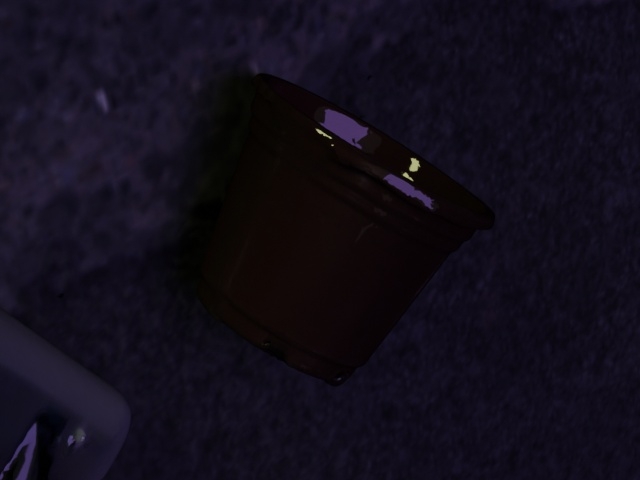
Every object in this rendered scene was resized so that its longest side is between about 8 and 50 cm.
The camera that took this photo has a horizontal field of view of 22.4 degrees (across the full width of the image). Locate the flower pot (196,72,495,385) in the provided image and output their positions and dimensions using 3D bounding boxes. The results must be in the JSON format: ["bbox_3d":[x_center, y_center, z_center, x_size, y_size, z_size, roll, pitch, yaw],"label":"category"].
[{"bbox_3d":[0.000,0.000,0.631,0.111,0.111,0.089,21,104,-46],"label":"flower pot"}]

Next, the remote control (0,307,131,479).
[{"bbox_3d":[-0.173,0.034,0.496,0.313,0.055,0.109,43,74,-44],"label":"remote control"}]
